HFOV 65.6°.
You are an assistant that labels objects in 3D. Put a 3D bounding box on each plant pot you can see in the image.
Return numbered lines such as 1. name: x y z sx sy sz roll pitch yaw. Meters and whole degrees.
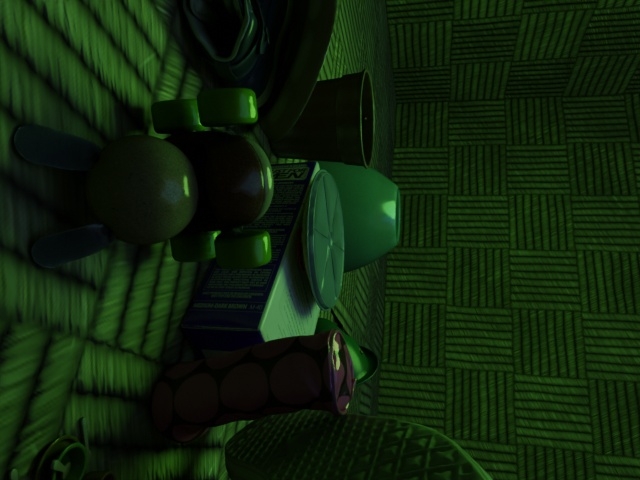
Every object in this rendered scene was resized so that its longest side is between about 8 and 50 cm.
1. plant pot: 0.083 -0.058 1.156 0.290 0.195 0.290 1 90 -76
2. plant pot: -0.045 -0.260 0.708 0.236 0.032 0.236 -47 -145 49
3. plant pot: 0.003 -0.209 0.868 0.167 0.165 0.167 2 90 -76

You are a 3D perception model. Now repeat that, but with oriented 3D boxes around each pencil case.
1. pencil case: -0.065 0.156 0.521 0.095 0.209 0.098 -76 146 -55

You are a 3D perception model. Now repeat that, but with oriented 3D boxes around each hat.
1. hat: 0.006 0.163 0.964 0.173 0.208 0.183 -18 107 -31

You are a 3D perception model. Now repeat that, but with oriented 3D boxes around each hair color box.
1. hair color box: -0.066 0.054 0.728 0.339 0.110 0.185 -72 156 -46

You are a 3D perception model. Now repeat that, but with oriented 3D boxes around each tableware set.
1. tableware set: -0.201 0.208 0.351 0.154 0.024 0.104 -41 131 -73

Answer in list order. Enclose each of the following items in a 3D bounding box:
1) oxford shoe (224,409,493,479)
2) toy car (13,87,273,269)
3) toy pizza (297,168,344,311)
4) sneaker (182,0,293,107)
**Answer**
1. oxford shoe: 0.025 0.244 0.432 0.130 0.169 0.449 66 -24 0
2. toy car: -0.148 -0.043 0.418 0.188 0.149 0.155 -16 105 -46
3. toy pizza: 0.000 0.000 0.711 0.201 0.032 0.201 -2 90 -76
4. sneaker: -0.095 -0.299 0.614 0.163 0.086 0.226 36 57 -77
